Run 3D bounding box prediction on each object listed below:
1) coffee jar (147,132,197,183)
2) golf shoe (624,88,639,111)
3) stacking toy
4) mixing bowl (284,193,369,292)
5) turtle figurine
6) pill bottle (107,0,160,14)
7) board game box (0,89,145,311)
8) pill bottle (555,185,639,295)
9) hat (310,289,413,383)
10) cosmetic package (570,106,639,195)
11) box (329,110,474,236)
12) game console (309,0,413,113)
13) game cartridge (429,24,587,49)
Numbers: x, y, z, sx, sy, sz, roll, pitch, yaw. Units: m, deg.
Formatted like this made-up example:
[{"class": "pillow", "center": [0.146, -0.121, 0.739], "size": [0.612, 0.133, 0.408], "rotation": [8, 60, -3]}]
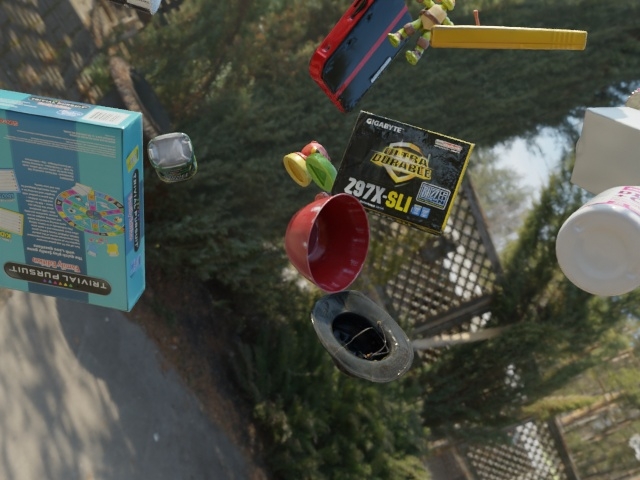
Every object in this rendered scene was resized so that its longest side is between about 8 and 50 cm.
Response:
[{"class": "coffee jar", "center": [-0.329, -0.181, 1.445], "size": [0.184, 0.096, 0.079], "rotation": [146, -69, -81]}, {"class": "golf shoe", "center": [1.111, -0.409, 2.239], "size": [0.140, 0.115, 0.306], "rotation": [63, 0, 22]}, {"class": "stacking toy", "center": [0.046, -0.190, 2.085], "size": [0.309, 0.130, 0.279], "rotation": [55, -20, -12]}, {"class": "mixing bowl", "center": [0.000, 0.000, 1.189], "size": [0.181, 0.098, 0.181], "rotation": [-13, 107, -48]}, {"class": "turtle figurine", "center": [0.288, -0.605, 1.756], "size": [0.269, 0.217, 0.087], "rotation": [45, 1, -15]}, {"class": "pill bottle", "center": [-0.585, -0.746, 1.843], "size": [0.130, 0.246, 0.130], "rotation": [-165, -90, -83]}, {"class": "board game box", "center": [-0.425, -0.060, 1.057], "size": [0.079, 0.254, 0.336], "rotation": [-73, 173, -59]}, {"class": "pill bottle", "center": [0.551, -0.013, 1.184], "size": [0.283, 0.160, 0.160], "rotation": [-22, 88, -53]}, {"class": "hat", "center": [0.102, 0.309, 1.905], "size": [0.134, 0.331, 0.331], "rotation": [-61, -147, 39]}, {"class": "cosmetic package", "center": [0.818, -0.183, 1.593], "size": [0.385, 0.156, 0.217], "rotation": [-124, -148, -57]}, {"class": "box", "center": [0.218, -0.182, 1.737], "size": [0.079, 0.322, 0.257], "rotation": [41, 69, -78]}, {"class": "game console", "center": [0.141, -0.623, 2.067], "size": [0.060, 0.386, 0.342], "rotation": [41, 4, 23]}, {"class": "game cartridge", "center": [0.420, -0.470, 1.500], "size": [0.285, 0.324, 0.052], "rotation": [-63, 158, -70]}]
